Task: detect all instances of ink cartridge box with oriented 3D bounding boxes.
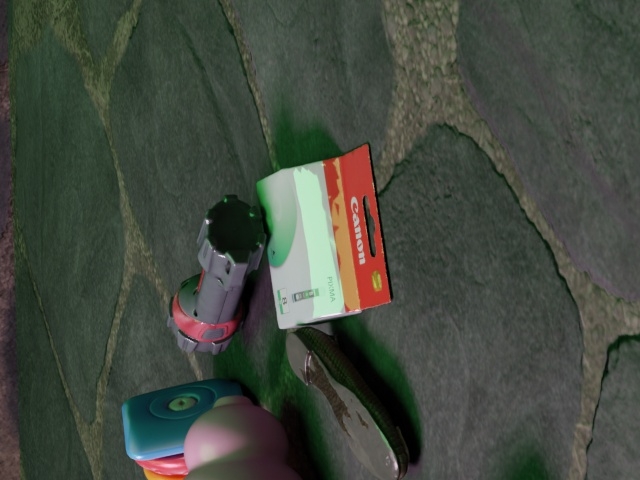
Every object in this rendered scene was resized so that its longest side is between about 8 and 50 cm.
[{"bbox_3d":[0.000,0.000,1.864,0.224,0.056,0.181,158,105,-67],"label":"ink cartridge box"}]

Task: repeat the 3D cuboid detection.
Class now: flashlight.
[{"bbox_3d":[-0.129,0.043,2.058,0.103,0.103,0.304,34,151,8],"label":"flashlight"}]

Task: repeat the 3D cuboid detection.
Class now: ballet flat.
[{"bbox_3d":[0.039,0.174,1.824,0.250,0.058,0.084,47,141,47],"label":"ballet flat"}]

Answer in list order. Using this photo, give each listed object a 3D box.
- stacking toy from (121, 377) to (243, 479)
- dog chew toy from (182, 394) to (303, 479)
[{"bbox_3d":[-0.159,0.350,2.218,0.175,0.165,0.302,-115,15,-69],"label":"stacking toy"},{"bbox_3d":[-0.095,0.353,1.996,0.206,0.206,0.332,135,133,-61],"label":"dog chew toy"}]
